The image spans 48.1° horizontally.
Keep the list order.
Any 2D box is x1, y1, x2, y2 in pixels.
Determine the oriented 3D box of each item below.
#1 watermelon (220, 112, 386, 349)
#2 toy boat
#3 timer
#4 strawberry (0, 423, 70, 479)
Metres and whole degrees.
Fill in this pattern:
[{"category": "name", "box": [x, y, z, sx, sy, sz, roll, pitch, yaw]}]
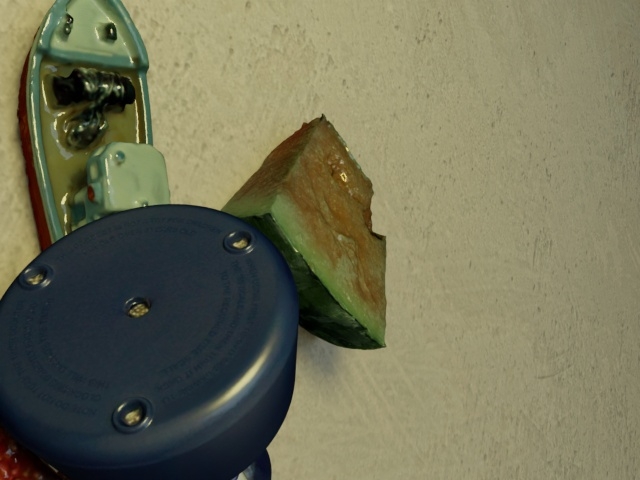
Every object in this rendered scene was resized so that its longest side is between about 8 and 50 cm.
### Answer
[{"category": "watermelon", "box": [-0.013, 0.009, 1.013, 0.264, 0.151, 0.302, 51, 32, -25]}, {"category": "toy boat", "box": [-0.238, -0.125, 0.778, 0.145, 0.133, 0.332, -4, 85, -47]}, {"category": "timer", "box": [-0.137, 0.181, 0.737, 0.384, 0.270, 0.270, 83, 30, -47]}, {"category": "strawberry", "box": [-0.306, 0.205, 0.628, 0.107, 0.175, 0.236, -43, 97, -22]}]
